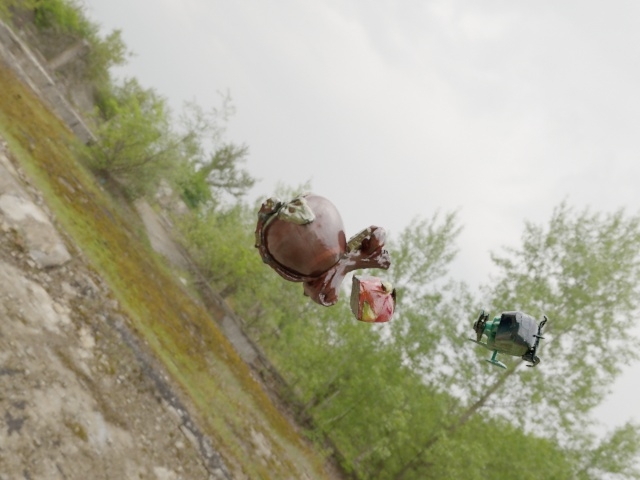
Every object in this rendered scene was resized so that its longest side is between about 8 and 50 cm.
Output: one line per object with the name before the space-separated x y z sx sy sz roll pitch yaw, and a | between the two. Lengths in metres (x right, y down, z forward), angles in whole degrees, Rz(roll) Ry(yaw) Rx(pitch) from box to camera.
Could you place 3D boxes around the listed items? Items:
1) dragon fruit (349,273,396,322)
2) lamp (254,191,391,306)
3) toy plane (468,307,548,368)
dragon fruit | 0.073 0.076 0.744 0.083 0.060 0.056 -123 -139 -81
lamp | -0.004 -0.006 1.027 0.223 0.215 0.151 54 -1 -28
toy plane | 0.260 0.140 0.784 0.096 0.060 0.235 13 -17 17
